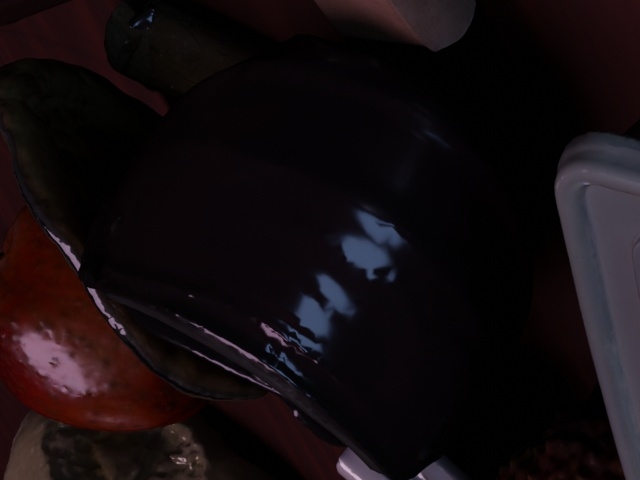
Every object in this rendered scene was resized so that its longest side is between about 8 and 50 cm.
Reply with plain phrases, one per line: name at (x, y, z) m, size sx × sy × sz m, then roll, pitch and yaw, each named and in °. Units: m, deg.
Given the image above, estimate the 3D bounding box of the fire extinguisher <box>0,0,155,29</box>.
fire extinguisher at (-0.151, -0.167, 1.070) m, size 0.105 × 0.141 × 0.341 m, roll 15°, pitch 166°, yaw -33°

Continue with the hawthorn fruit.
hawthorn fruit at (-0.126, 0.049, 1.304) m, size 0.200 × 0.179 × 0.179 m, roll 16°, pitch 144°, yaw 17°

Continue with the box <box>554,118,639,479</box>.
box at (0.232, 0.037, 0.778) m, size 0.193 × 0.167 × 0.294 m, roll 20°, pitch 144°, yaw 38°

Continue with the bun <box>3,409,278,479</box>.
bun at (-0.140, 0.296, 1.629) m, size 0.364 × 0.202 × 0.364 m, roll 35°, pitch 154°, yaw 20°

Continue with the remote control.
remote control at (0.066, 0.162, 1.199) m, size 0.103 × 0.055 × 0.277 m, roll 41°, pitch 177°, yaw 8°

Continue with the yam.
yam at (-0.073, -0.104, 1.131) m, size 0.132 × 0.054 × 0.054 m, roll 28°, pitch 149°, yaw 30°

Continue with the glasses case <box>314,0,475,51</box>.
glasses case at (-0.004, -0.181, 0.905) m, size 0.102 × 0.070 × 0.193 m, roll 15°, pitch 151°, yaw 54°

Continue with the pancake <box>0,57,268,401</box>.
pancake at (-0.101, -0.009, 1.142) m, size 0.031 × 0.250 × 0.250 m, roll -36°, pitch 101°, yaw 20°

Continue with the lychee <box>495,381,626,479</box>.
lychee at (0.182, 0.152, 0.992) m, size 0.188 × 0.188 × 0.188 m, roll 34°, pitch 151°, yaw 21°

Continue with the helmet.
helmet at (0.011, -0.012, 0.995) m, size 0.225 × 0.177 × 0.305 m, roll 30°, pitch -172°, yaw -2°

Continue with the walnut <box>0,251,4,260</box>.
walnut at (-0.252, 0.047, 1.571) m, size 0.096 × 0.082 × 0.079 m, roll 7°, pitch 107°, yaw 53°
